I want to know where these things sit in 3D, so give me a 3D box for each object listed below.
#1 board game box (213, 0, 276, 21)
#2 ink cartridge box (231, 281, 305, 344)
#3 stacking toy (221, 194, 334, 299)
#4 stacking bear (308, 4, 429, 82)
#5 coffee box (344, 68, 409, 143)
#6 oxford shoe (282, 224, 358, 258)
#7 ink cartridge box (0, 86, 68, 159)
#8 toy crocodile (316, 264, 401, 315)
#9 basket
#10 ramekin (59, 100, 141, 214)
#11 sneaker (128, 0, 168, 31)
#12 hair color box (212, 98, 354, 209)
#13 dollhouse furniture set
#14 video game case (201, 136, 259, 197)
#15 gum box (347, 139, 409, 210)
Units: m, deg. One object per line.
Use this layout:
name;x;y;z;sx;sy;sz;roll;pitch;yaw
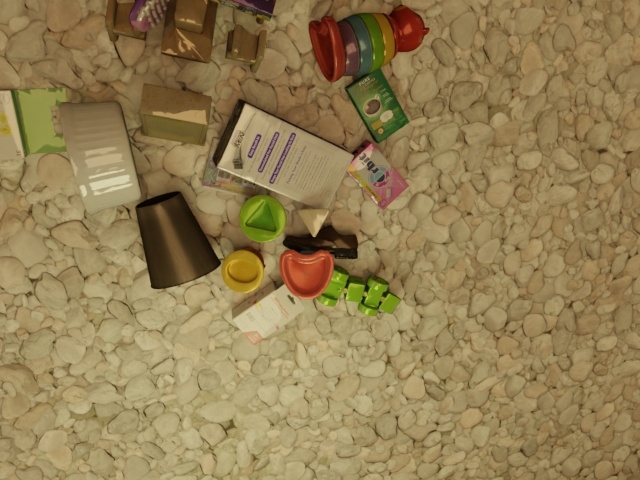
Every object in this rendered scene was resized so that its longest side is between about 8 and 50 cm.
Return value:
board game box;-0.176;-0.604;1.306;0.170;0.048;0.141;15;86;-14
ink cartridge box;-0.157;0.211;1.732;0.198;0.067;0.115;-34;113;3
stacking toy;-0.106;0.018;1.621;0.308;0.130;0.280;9;96;3
stacking bear;0.140;-0.531;1.496;0.288;0.175;0.164;-19;110;-13
coffee box;0.160;-0.381;1.608;0.113;0.040;0.184;-35;113;1
oxford shoe;0.000;0.000;1.698;0.227;0.083;0.096;5;82;-9
ink cartridge box;-0.758;-0.295;1.437;0.234;0.056;0.171;-5;109;-8
toy crocodile;0.094;0.147;1.754;0.340;0.105;0.115;16;105;-12
basket;-0.404;-0.008;1.563;0.204;0.154;0.227;-18;108;-7
ramekin;-0.533;-0.210;1.401;0.135;0.277;0.278;-14;111;-15
sneaker;-0.373;-0.568;1.236;0.104;0.095;0.237;21;77;-9
hair color box;-0.101;-0.228;1.556;0.338;0.110;0.185;21;103;-26
dollhouse furniture set;-0.336;-0.464;1.418;0.361;0.256;0.395;8;86;-15
video game case;-0.240;-0.201;1.598;0.157;0.019;0.143;12;106;-17
gum box;0.155;-0.194;1.660;0.107;0.062;0.188;-43;112;4
